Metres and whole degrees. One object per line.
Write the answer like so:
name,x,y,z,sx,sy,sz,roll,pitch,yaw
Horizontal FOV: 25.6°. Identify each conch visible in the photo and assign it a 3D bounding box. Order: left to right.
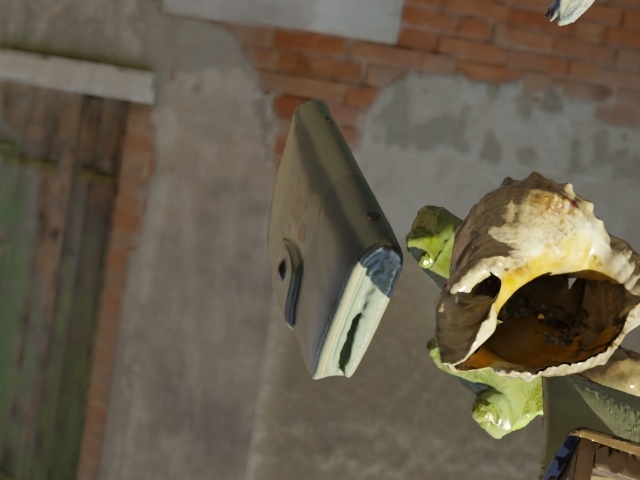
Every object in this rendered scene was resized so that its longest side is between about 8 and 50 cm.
conch,0.185,0.048,1.228,0.178,0.163,0.245,9,-146,33

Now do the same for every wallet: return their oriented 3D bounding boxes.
wallet,0.000,0.000,1.874,0.083,0.252,0.360,7,-147,-22

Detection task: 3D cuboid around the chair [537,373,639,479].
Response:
chair,0.278,0.225,1.280,0.160,0.319,0.186,16,144,1

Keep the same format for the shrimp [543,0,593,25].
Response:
shrimp,0.294,-0.329,1.407,0.062,0.317,0.164,22,-138,1

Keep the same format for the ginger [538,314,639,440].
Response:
ginger,0.356,0.204,2.102,0.375,0.256,0.176,51,-173,16

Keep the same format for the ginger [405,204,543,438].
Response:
ginger,0.179,0.089,1.616,0.137,0.290,0.089,-3,156,-12
